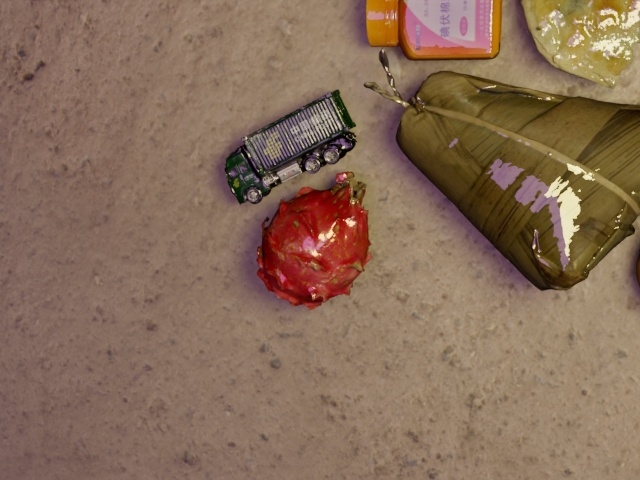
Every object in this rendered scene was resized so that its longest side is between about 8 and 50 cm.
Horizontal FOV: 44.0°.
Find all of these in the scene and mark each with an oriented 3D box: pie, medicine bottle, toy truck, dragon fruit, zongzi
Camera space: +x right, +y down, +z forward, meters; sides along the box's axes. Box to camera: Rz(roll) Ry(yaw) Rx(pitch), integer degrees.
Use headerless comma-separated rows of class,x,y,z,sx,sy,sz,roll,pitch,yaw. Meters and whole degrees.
pie,0.464,-0.417,1.239,0.337,0.075,0.338,0,91,17
medicine bottle,0.194,-0.382,1.347,0.222,0.112,0.150,2,104,14
toy truck,-0.060,-0.168,1.480,0.259,0.088,0.121,-25,97,17
dragon fruit,0.000,0.000,1.451,0.205,0.210,0.268,31,104,-12
zongzi,0.382,-0.228,1.337,0.467,0.218,0.500,-43,79,-4

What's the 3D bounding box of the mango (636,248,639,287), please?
mango,0.636,0.071,1.330,0.175,0.139,0.255,-30,101,26
